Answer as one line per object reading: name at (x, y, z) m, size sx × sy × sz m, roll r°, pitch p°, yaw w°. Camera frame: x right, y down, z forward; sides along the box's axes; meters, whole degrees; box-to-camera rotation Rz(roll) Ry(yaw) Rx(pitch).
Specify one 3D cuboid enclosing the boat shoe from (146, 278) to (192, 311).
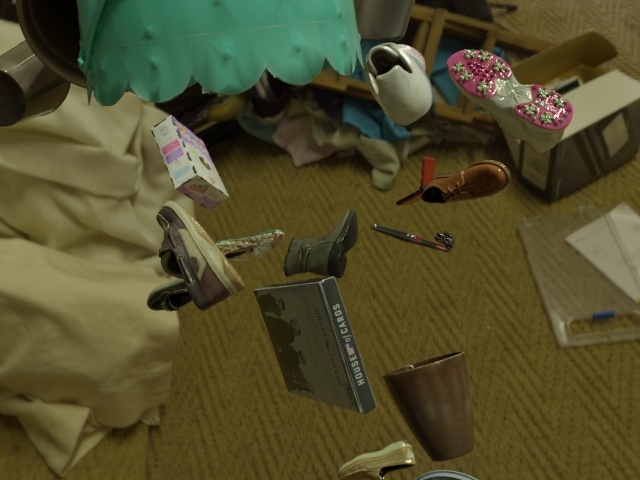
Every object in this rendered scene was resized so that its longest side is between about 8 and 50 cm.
boat shoe at (-0.439, 0.168, 1.742) m, size 0.219 × 0.078 × 0.070 m, roll -27°, pitch 35°, yaw 31°

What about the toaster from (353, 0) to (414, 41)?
toaster at (0.094, -0.462, 1.112) m, size 0.227 × 0.146 × 0.129 m, roll -14°, pitch 52°, yaw -31°

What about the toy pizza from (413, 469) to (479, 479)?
toy pizza at (0.210, 0.431, 0.867) m, size 0.201 × 0.201 × 0.032 m, roll 32°, pitch 24°, yaw 28°

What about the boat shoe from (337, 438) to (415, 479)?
boat shoe at (0.127, 0.521, 1.351) m, size 0.190 × 0.068 × 0.072 m, roll -30°, pitch 47°, yaw 15°

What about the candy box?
candy box at (-0.330, -0.194, 1.504) m, size 0.070 × 0.165 × 0.196 m, roll -31°, pitch 66°, yaw 9°

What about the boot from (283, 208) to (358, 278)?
boot at (0.000, 0.000, 1.538) m, size 0.161 × 0.083 × 0.246 m, roll 3°, pitch 41°, yaw 20°

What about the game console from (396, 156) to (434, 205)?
game console at (0.258, -0.157, 1.597) m, size 0.124 × 0.144 × 0.085 m, roll -28°, pitch 83°, yaw 22°

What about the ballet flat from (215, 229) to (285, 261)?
ballet flat at (-0.221, 0.027, 1.856) m, size 0.241 × 0.091 × 0.077 m, roll -12°, pitch 71°, yaw 17°

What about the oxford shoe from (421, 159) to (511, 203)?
oxford shoe at (0.290, -0.106, 1.199) m, size 0.076 × 0.076 × 0.212 m, roll -34°, pitch 11°, yaw -32°

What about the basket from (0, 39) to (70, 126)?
basket at (-0.689, -0.348, 1.348) m, size 0.154 × 0.204 × 0.227 m, roll 30°, pitch 22°, yaw -15°

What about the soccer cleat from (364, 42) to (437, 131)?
soccer cleat at (0.142, -0.340, 1.154) m, size 0.116 × 0.143 × 0.331 m, roll -33°, pitch 32°, yaw 16°

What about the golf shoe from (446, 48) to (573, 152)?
golf shoe at (0.391, -0.296, 1.279) m, size 0.115 × 0.140 × 0.306 m, roll -40°, pitch 63°, yaw -10°

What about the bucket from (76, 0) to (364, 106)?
bucket at (-0.096, -0.237, 0.558) m, size 0.281 × 0.183 × 0.281 m, roll -7°, pitch 19°, yaw 2°

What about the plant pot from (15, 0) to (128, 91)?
plant pot at (-0.447, -0.522, 1.246) m, size 0.323 × 0.323 × 0.280 m, roll -16°, pitch 46°, yaw -4°

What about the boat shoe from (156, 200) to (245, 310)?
boat shoe at (-0.230, 0.021, 1.010) m, size 0.092 × 0.102 × 0.285 m, roll -36°, pitch 44°, yaw -14°

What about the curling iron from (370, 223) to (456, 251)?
curling iron at (0.285, -0.013, 1.831) m, size 0.274 × 0.035 × 0.068 m, roll 10°, pitch 50°, yaw -7°

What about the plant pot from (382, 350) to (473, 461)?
plant pot at (0.289, 0.417, 1.473) m, size 0.216 × 0.215 × 0.230 m, roll -16°, pitch 80°, yaw -4°

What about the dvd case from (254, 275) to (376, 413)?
dvd case at (-0.017, 0.145, 0.849) m, size 0.030 × 0.239 × 0.179 m, roll -19°, pitch 92°, yaw -28°
